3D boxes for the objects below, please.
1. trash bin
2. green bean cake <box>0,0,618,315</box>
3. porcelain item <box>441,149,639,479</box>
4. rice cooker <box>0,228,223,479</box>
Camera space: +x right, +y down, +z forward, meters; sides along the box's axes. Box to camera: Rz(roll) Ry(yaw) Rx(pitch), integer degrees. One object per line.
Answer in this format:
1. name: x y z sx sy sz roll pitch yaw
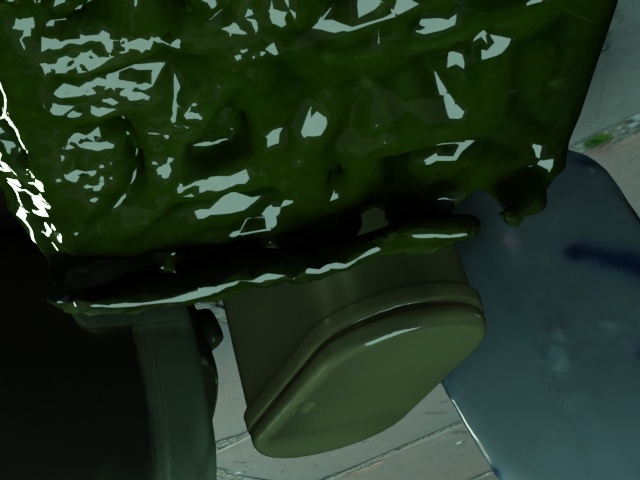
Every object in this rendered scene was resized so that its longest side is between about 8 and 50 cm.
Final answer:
1. trash bin: 0.000 0.000 1.054 0.121 0.247 0.243 -5 153 -24
2. green bean cake: -0.028 -0.147 0.676 0.335 0.218 0.319 -15 142 -5
3. porcelain item: 0.183 0.069 1.109 0.178 0.405 0.242 -29 157 13
4. rice cooker: -0.239 0.153 1.145 0.325 0.335 0.335 -5 155 -25
